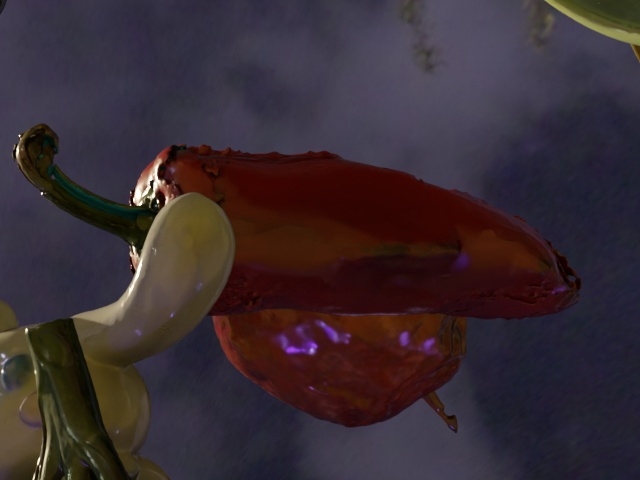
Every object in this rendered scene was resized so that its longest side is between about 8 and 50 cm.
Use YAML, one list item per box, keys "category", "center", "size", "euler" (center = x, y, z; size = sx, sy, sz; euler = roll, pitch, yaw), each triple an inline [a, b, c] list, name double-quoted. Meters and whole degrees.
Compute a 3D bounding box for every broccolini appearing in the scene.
- category: "broccolini"
  center: [-0.090, 0.132, 0.653]
  size: [0.068, 0.091, 0.203]
  euler: [28, -131, -50]

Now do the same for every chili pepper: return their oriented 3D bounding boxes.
- category: "chili pepper"
  center: [0.000, 0.000, 0.944]
  size: [0.387, 0.110, 0.110]
  euler: [6, -114, -22]

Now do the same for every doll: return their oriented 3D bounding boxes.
- category: "doll"
  center: [-0.109, 0.132, 0.774]
  size: [0.159, 0.311, 0.242]
  euler: [26, -160, -43]

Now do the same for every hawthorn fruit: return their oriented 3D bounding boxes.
- category: "hawthorn fruit"
  center: [0.038, 0.067, 1.221]
  size: [0.207, 0.207, 0.243]
  euler: [-49, -67, -26]

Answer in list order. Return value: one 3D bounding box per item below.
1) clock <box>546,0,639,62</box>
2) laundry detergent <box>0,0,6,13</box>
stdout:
- category: "clock"
  center: [0.176, -0.241, 0.827]
  size: [0.117, 0.286, 0.348]
  euler: [-41, -66, -23]
- category: "laundry detergent"
  center: [-0.114, -0.101, 0.336]
  size: [0.063, 0.211, 0.137]
  euler: [9, -121, 10]
